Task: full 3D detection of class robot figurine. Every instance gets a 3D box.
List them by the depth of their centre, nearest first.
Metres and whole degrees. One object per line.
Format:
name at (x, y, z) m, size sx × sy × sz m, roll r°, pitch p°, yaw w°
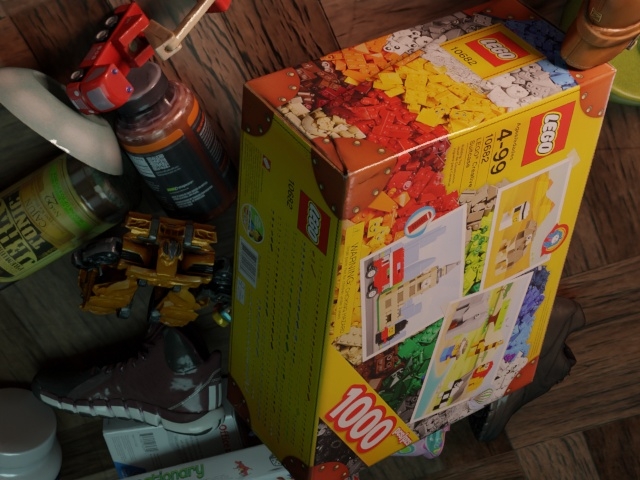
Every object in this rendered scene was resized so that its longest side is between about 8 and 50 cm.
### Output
robot figurine at (-0.209, 0.039, 1.686) m, size 0.211 × 0.085 × 0.291 m, roll 10°, pitch 160°, yaw -15°

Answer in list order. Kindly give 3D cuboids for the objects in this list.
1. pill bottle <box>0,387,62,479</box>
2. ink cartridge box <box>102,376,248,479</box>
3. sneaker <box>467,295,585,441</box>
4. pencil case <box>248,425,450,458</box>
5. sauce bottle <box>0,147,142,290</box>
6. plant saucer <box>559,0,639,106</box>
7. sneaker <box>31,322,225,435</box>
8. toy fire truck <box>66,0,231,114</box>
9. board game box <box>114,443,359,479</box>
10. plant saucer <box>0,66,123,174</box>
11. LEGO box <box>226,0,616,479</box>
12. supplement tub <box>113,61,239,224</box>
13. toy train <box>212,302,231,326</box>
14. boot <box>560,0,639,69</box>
pill bottle at (-0.455, 0.346, 1.976) m, size 0.153 × 0.153 × 0.265 m, roll 6°, pitch 131°, yaw -11°
ink cartridge box at (-0.209, 0.283, 1.989) m, size 0.190 × 0.082 × 0.140 m, roll -9°, pitch 133°, yaw 1°
sneaker at (0.291, 0.189, 1.939) m, size 0.130 × 0.109 × 0.286 m, roll 4°, pitch 133°, yaw -17°
pencil case at (0.042, 0.241, 1.947) m, size 0.284 × 0.124 × 0.124 m, roll 10°, pitch 130°, yaw -15°
sauce bottle at (-0.384, -0.004, 1.698) m, size 0.344 × 0.111 × 0.111 m, roll -31°, pitch 127°, yaw 20°
plant saucer at (0.404, -0.247, 1.600) m, size 0.240 × 0.037 × 0.241 m, roll -2°, pitch 131°, yaw -3°
sneaker at (-0.260, 0.164, 1.887) m, size 0.281 × 0.106 × 0.163 m, roll 9°, pitch 102°, yaw 10°
toy fire truck at (-0.187, -0.223, 1.503) m, size 0.135 × 0.192 × 0.047 m, roll -3°, pitch 138°, yaw 38°
board game box at (-0.118, 0.359, 1.970) m, size 0.305 × 0.053 × 0.193 m, roll -16°, pitch 153°, yaw 18°
plant saucer at (-0.293, -0.146, 1.540) m, size 0.195 × 0.195 × 0.037 m, roll 33°, pitch 100°, yaw -29°
LEGO box at (0.101, 0.009, 1.597) m, size 0.372 × 0.193 × 0.500 m, roll -22°, pitch 139°, yaw -28°
supplement tub at (-0.177, -0.117, 1.619) m, size 0.106 × 0.106 × 0.198 m, roll -18°, pitch 131°, yaw 11°
toy train at (-0.071, 0.065, 1.724) m, size 0.046 × 0.125 × 0.166 m, roll 46°, pitch 152°, yaw -12°
boot at (0.376, -0.304, 1.447) m, size 0.109 × 0.283 × 0.220 m, roll 39°, pitch 141°, yaw 12°
